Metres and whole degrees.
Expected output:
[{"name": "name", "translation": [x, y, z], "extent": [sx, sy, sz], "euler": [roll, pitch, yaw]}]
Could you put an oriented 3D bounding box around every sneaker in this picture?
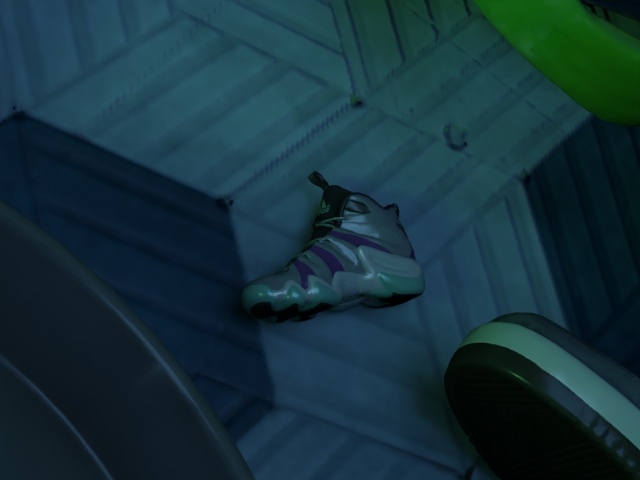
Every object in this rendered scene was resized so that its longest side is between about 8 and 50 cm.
[{"name": "sneaker", "translation": [0.000, 0.000, 0.574], "extent": [0.098, 0.038, 0.069], "euler": [-4, 74, -37]}, {"name": "sneaker", "translation": [0.206, 0.082, 0.595], "extent": [0.295, 0.124, 0.178], "euler": [40, 65, -19]}]

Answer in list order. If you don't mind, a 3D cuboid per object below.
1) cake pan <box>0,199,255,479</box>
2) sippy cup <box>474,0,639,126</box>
[{"name": "cake pan", "translation": [-0.112, 0.092, 0.387], "extent": [0.293, 0.054, 0.293], "euler": [46, 18, -20]}, {"name": "sippy cup", "translation": [0.163, -0.219, 0.631], "extent": [0.224, 0.240, 0.305], "euler": [20, 98, -31]}]
